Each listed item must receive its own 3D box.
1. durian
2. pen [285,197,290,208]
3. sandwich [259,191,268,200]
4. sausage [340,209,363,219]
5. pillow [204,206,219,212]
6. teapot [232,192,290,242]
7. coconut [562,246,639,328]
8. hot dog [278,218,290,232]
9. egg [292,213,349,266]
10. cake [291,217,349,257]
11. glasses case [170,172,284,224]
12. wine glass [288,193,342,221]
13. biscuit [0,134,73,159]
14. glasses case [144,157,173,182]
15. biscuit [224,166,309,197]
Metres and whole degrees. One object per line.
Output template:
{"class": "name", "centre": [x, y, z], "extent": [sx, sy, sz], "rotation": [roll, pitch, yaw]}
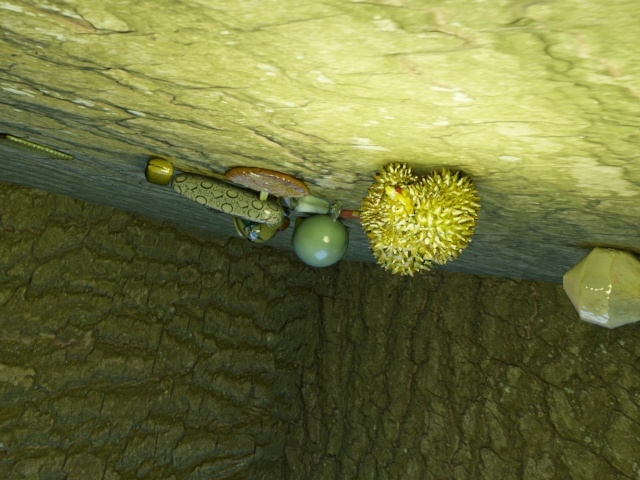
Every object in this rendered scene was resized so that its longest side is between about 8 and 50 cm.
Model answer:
{"class": "durian", "centre": [0.209, -0.046, 1.193], "extent": [0.259, 0.257, 0.293], "rotation": [11, 164, -7]}
{"class": "pen", "centre": [-0.102, -0.132, 1.868], "extent": [0.033, 0.033, 0.269], "rotation": [10, 175, 3]}
{"class": "sandwich", "centre": [-0.164, -0.160, 1.671], "extent": [0.031, 0.044, 0.083], "rotation": [7, 133, -14]}
{"class": "sausage", "centre": [0.159, -0.082, 1.916], "extent": [0.223, 0.029, 0.029], "rotation": [7, 174, 31]}
{"class": "pillow", "centre": [-0.384, -0.128, 2.396], "extent": [0.204, 0.038, 0.113], "rotation": [9, 174, 7]}
{"class": "teapot", "centre": [-0.184, -0.084, 1.938], "extent": [0.183, 0.172, 0.269], "rotation": [-17, 174, 25]}
{"class": "coconut", "centre": [0.897, 0.146, 1.791], "extent": [0.260, 0.259, 0.259], "rotation": [10, 175, 1]}
{"class": "hot dog", "centre": [-0.214, -0.077, 2.412], "extent": [0.102, 0.076, 0.249], "rotation": [11, 176, 25]}
{"class": "egg", "centre": [0.000, 0.000, 2.145], "extent": [0.203, 0.202, 0.283], "rotation": [12, 170, -16]}
{"class": "cake", "centre": [0.010, -0.005, 2.403], "extent": [0.179, 0.156, 0.261], "rotation": [14, 180, 44]}
{"class": "glasses case", "centre": [-0.282, -0.128, 1.739], "extent": [0.355, 0.085, 0.137], "rotation": [20, -167, 3]}
{"class": "wine glass", "centre": [-0.014, -0.108, 1.754], "extent": [0.156, 0.072, 0.072], "rotation": [12, 174, -29]}
{"class": "biscuit", "centre": [-0.908, -0.291, 1.783], "extent": [0.139, 0.016, 0.231], "rotation": [7, 174, 32]}
{"class": "glasses case", "centre": [-0.475, -0.200, 1.674], "extent": [0.079, 0.064, 0.234], "rotation": [19, 172, -16]}
{"class": "biscuit", "centre": [-0.151, -0.160, 1.582], "extent": [0.229, 0.031, 0.176], "rotation": [6, 165, 10]}
